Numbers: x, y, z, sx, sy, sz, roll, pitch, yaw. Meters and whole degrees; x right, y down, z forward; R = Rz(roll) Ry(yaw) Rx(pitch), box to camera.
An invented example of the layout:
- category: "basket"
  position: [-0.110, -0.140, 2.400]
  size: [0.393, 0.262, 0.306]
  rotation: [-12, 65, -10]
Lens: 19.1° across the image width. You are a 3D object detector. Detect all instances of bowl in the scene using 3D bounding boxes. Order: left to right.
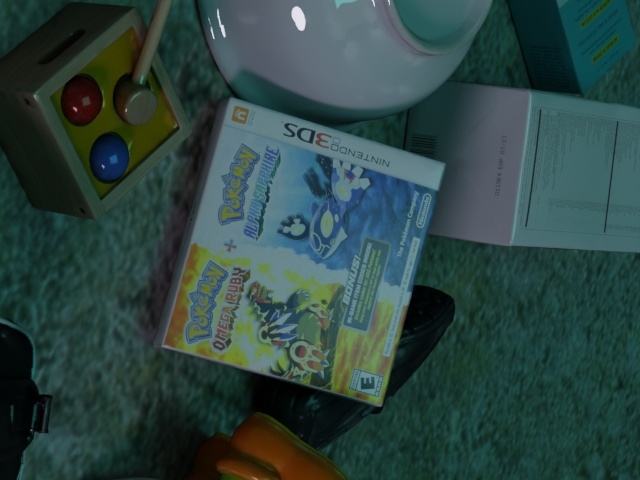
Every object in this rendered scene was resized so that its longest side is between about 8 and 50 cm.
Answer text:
- category: "bowl"
  position: [0.050, -0.225, 1.524]
  size: [0.298, 0.134, 0.298]
  rotation: [-11, 105, -46]

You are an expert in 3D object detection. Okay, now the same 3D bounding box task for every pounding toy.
- category: "pounding toy"
  position: [-0.152, -0.109, 1.351]
  size: [0.141, 0.100, 0.130]
  rotation: [-46, 128, -31]

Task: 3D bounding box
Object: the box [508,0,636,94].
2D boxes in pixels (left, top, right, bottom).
- category: "box"
  position: [0.216, -0.265, 1.749]
  size: [0.100, 0.060, 0.244]
  rotation: [-43, 126, -34]

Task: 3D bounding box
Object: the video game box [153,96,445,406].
- category: "video game box"
  position: [-0.015, 0.009, 1.497]
  size: [0.187, 0.048, 0.205]
  rotation: [16, 85, -12]

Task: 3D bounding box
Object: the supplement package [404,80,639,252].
- category: "supplement package"
  position: [0.202, -0.064, 1.718]
  size: [0.244, 0.134, 0.139]
  rotation: [4, 94, -47]

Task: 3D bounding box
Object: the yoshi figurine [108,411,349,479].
- category: "yoshi figurine"
  position: [-0.108, 0.318, 1.421]
  size: [0.362, 0.203, 0.203]
  rotation: [-50, 137, -24]

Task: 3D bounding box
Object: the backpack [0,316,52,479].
- category: "backpack"
  position: [-0.317, 0.128, 1.153]
  size: [0.253, 0.191, 0.225]
  rotation: [14, 85, -55]

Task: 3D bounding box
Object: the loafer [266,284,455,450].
- category: "loafer"
  position: [0.035, 0.109, 1.624]
  size: [0.223, 0.076, 0.078]
  rotation: [-34, 135, -40]
